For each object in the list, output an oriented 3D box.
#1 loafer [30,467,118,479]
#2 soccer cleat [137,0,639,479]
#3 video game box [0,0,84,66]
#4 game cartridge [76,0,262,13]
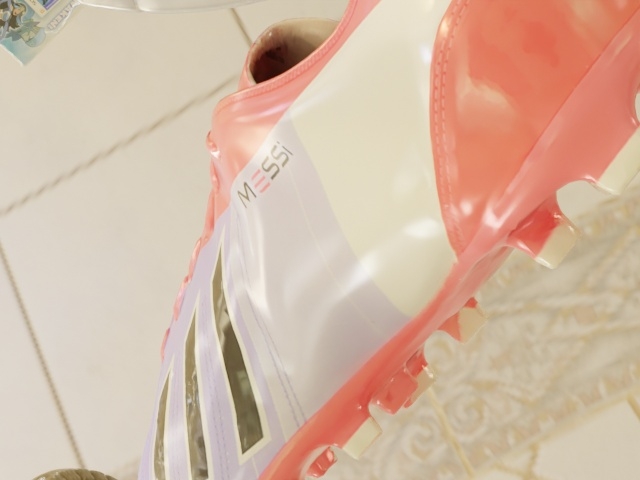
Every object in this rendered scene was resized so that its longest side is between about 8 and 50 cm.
[{"bbox_3d":[-0.087,0.196,0.817,0.092,0.268,0.102,-42,55,0],"label":"loafer"},{"bbox_3d":[0.000,0.000,0.421,0.095,0.248,0.083,44,47,5],"label":"soccer cleat"},{"bbox_3d":[-0.232,-0.270,1.309,0.205,0.187,0.048,-45,40,2],"label":"video game box"},{"bbox_3d":[-0.051,-0.213,0.792,0.294,0.196,0.060,-7,25,45],"label":"game cartridge"}]
